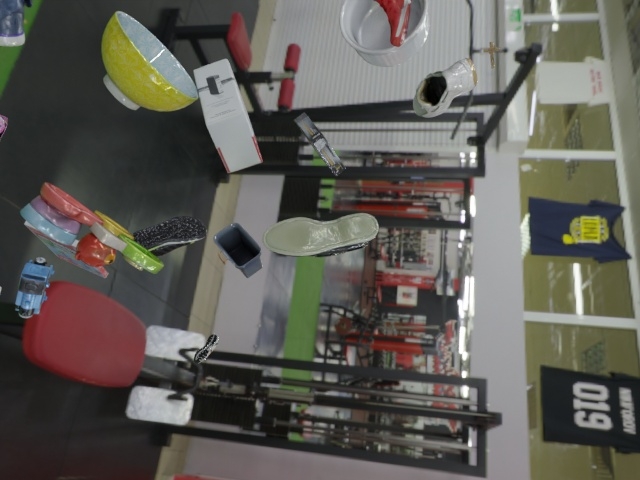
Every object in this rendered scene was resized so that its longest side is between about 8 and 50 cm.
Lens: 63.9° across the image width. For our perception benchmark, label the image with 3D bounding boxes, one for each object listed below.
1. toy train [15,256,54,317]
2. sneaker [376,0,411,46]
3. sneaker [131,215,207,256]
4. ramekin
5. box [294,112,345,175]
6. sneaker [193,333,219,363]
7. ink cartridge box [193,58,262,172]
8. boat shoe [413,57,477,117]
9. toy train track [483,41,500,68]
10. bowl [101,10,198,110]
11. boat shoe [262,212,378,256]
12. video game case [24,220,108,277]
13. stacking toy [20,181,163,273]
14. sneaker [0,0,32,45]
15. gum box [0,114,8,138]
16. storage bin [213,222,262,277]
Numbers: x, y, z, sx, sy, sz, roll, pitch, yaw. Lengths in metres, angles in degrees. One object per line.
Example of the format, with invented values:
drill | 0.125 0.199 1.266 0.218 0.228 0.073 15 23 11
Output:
toy train | -0.812 0.136 1.448 0.184 0.080 0.105 -63 -156 23
sneaker | 0.192 -0.661 1.469 0.087 0.128 0.221 62 39 -74
sneaker | -0.454 -0.005 1.513 0.097 0.235 0.084 115 -42 -61
ramekin | 0.211 -0.689 1.622 0.135 0.277 0.277 25 68 -66
box | -0.002 -0.394 2.111 0.183 0.056 0.231 55 4 39
sneaker | -0.367 0.358 1.672 0.109 0.040 0.043 -49 157 -18
ink cartridge box | -0.273 -0.368 1.509 0.197 0.114 0.273 74 -3 -52
boat shoe | 0.281 -0.373 1.288 0.277 0.096 0.098 155 -85 -77
toy train track | 0.519 -0.561 1.552 0.014 0.048 0.083 -65 146 -41
bowl | -0.487 -0.446 1.384 0.289 0.156 0.289 49 12 -14
boat shoe | 0.000 -0.004 1.538 0.113 0.340 0.127 93 -17 -65
video game case | -0.860 0.033 1.757 0.285 0.204 0.025 101 13 -66
stacking toy | -0.550 0.014 1.236 0.130 0.279 0.309 -53 154 -6
sneaker | -0.920 -0.679 1.361 0.130 0.323 0.236 -43 155 -48
gum box | -0.990 -0.294 1.515 0.062 0.107 0.188 25 96 -37
storage bin | -0.218 0.038 1.380 0.098 0.135 0.091 -37 149 -16
